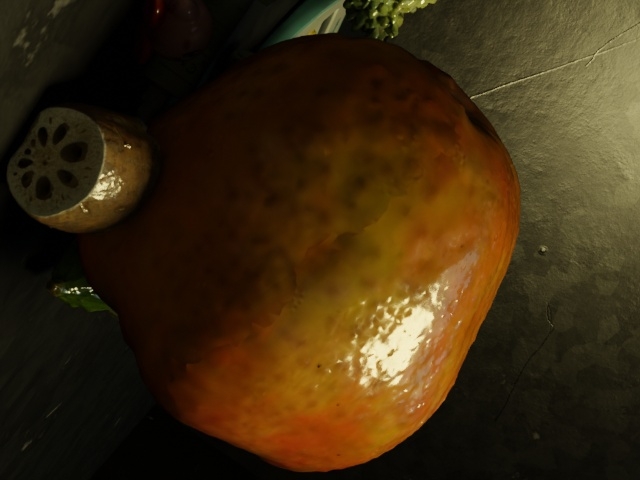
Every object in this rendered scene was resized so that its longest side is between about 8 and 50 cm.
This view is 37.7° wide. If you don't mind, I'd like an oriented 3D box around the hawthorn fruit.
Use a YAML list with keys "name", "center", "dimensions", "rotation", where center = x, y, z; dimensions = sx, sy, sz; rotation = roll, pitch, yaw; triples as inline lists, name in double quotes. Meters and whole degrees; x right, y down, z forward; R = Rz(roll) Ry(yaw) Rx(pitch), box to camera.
- name: "hawthorn fruit"
  center: [0.000, 0.000, 1.007]
  dimensions: [0.471, 0.472, 0.472]
  rotation: [-55, 178, -3]

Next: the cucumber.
- name: "cucumber"
  center: [-0.256, 0.021, 1.158]
  dimensions: [0.134, 0.134, 0.244]
  rotation: [-57, 171, 29]

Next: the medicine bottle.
- name: "medicine bottle"
  center: [-0.150, -0.194, 1.009]
  dimensions: [0.199, 0.058, 0.057]
  rotation: [-54, 178, 2]

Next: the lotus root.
- name: "lotus root"
  center: [-0.210, -0.064, 0.835]
  dimensions: [0.122, 0.112, 0.081]
  rotation: [-54, 163, 7]

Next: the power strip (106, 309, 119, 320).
- name: "power strip"
  center: [-0.304, 0.056, 1.473]
  dimensions: [0.092, 0.066, 0.387]
  rotation: [-57, 176, -21]

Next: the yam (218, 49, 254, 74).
- name: "yam"
  center: [-0.161, -0.153, 1.365]
  dimensions: [0.299, 0.066, 0.066]
  rotation: [-56, 178, 38]

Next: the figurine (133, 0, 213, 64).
- name: "figurine"
  center: [-0.138, -0.208, 0.900]
  dimensions: [0.083, 0.071, 0.066]
  rotation: [136, -50, -57]

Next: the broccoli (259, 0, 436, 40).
- name: "broccoli"
  center: [0.043, -0.339, 0.972]
  dimensions: [0.259, 0.235, 0.288]
  rotation: [-57, 144, 0]

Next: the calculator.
- name: "calculator"
  center: [-0.070, -0.285, 1.574]
  dimensions: [0.386, 0.054, 0.256]
  rotation: [-53, 177, -35]
